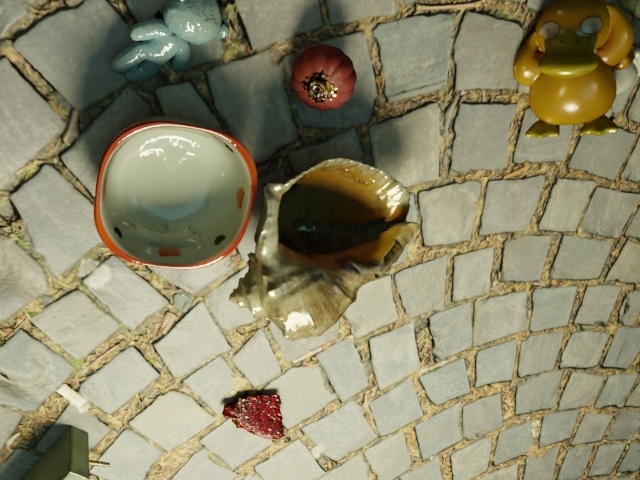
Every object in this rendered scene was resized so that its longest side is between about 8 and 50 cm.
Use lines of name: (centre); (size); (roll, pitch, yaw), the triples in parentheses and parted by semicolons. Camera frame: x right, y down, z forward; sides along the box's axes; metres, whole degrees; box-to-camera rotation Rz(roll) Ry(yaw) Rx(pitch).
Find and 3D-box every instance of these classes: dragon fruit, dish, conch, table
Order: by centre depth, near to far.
dish: (-0.232, -0.084, 0.927); (0.256, 0.117, 0.256); (-9, 118, -17)
conch: (-0.012, -0.004, 1.018); (0.352, 0.210, 0.297); (-33, 124, -30)
table: (-0.500, 0.490, 1.096); (0.240, 0.121, 0.111); (-46, 122, 5)
dragon fruit: (-0.146, 0.373, 1.234); (0.131, 0.063, 0.097); (4, 80, -24)

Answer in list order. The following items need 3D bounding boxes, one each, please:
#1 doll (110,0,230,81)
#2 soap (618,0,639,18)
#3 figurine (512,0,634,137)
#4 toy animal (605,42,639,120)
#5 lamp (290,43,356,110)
doll: (-0.226, -0.305, 0.860); (0.180, 0.075, 0.120); (-25, 163, 13)
soap: (0.617, -0.521, 1.049); (0.182, 0.138, 0.199); (22, 104, -30)
figurine: (0.463, -0.315, 1.080); (0.215, 0.215, 0.228); (-34, 137, -4)
toy animal: (0.593, -0.313, 1.155); (0.182, 0.131, 0.127); (-34, 101, 8)
lamp: (0.005, -0.263, 0.951); (0.107, 0.092, 0.107); (8, 128, 10)
